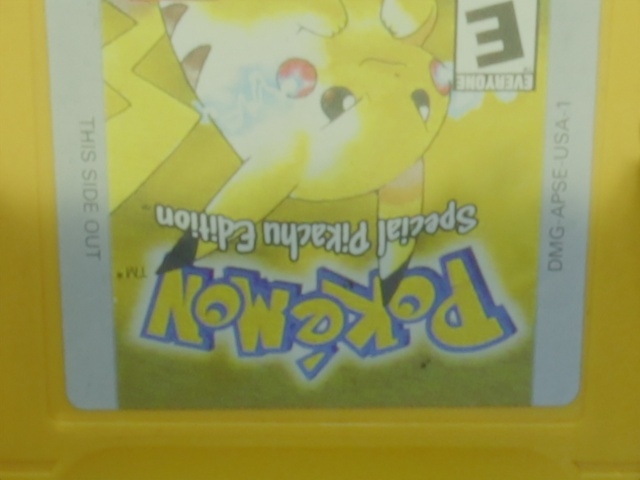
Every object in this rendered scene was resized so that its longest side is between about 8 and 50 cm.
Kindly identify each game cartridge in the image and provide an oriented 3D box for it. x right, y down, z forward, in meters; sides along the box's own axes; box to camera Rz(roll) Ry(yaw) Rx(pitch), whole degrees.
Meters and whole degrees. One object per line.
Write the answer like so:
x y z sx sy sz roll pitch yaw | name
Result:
0.000 0.000 0.545 0.285 0.053 0.324 0 104 -2 | game cartridge
